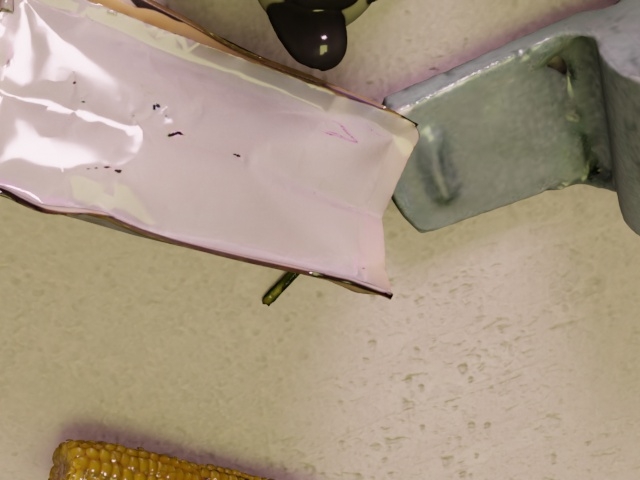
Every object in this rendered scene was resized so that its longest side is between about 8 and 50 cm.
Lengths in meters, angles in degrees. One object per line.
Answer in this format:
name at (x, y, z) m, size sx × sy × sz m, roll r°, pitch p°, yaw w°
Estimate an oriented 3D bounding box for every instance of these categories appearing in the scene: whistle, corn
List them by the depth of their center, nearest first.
whistle at (0.251, -0.108, 0.856) m, size 0.404 × 0.188 × 0.168 m, roll 1°, pitch 134°, yaw 24°
corn at (-0.120, 0.273, 1.029) m, size 0.317 × 0.115 × 0.115 m, roll 21°, pitch 115°, yaw -25°

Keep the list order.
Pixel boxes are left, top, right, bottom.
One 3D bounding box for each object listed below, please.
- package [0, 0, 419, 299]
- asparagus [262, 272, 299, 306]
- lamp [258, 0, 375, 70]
package at (-0.096, -0.080, 0.776) m, size 0.311 × 0.221 × 0.165 m, roll 17°, pitch 92°, yaw -20°
asparagus at (0.000, 0.000, 0.936) m, size 0.016 × 0.013 × 0.166 m, roll 26°, pitch 114°, yaw -38°
lamp at (-0.001, -0.245, 0.681) m, size 0.197 × 0.198 × 0.244 m, roll -14°, pitch 142°, yaw -4°
